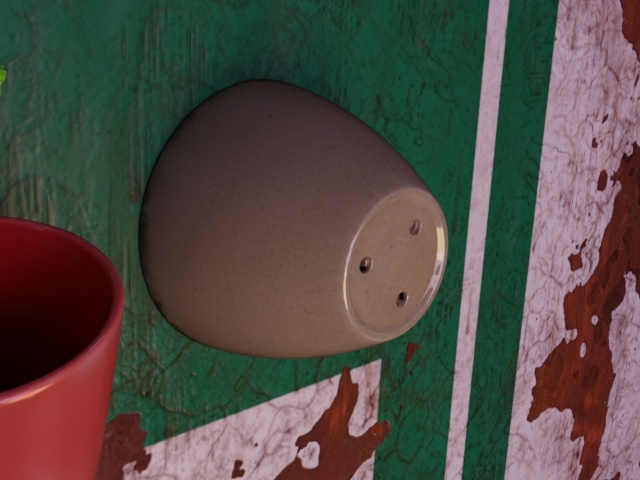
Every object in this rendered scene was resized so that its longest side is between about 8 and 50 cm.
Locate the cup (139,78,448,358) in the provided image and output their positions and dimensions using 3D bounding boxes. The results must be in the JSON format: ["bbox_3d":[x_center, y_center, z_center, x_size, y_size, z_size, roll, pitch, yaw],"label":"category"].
[{"bbox_3d":[0.000,0.000,1.077,0.331,0.237,0.331,-18,117,-41],"label":"cup"}]

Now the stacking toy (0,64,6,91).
[{"bbox_3d":[-0.332,-0.225,0.798,0.167,0.052,0.221,11,98,-45],"label":"stacking toy"}]

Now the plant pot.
[{"bbox_3d":[-0.302,0.148,0.816,0.275,0.275,0.243,-22,130,-40],"label":"plant pot"}]
